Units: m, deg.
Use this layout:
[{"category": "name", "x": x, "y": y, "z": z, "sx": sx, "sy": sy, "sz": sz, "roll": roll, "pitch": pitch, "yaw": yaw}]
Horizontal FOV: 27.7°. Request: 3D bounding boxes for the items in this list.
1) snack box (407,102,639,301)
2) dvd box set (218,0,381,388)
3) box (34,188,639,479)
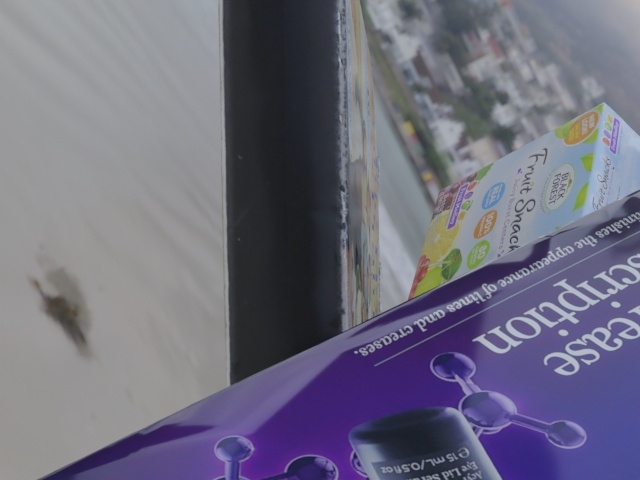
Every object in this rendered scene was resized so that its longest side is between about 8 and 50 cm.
[{"category": "snack box", "x": 0.176, "y": -0.002, "z": 1.124, "sx": 0.070, "sy": 0.207, "sz": 0.174, "roll": 38, "pitch": 48, "yaw": -23}, {"category": "dvd box set", "x": 0.000, "y": 0.000, "z": 0.787, "sx": 0.420, "sy": 0.062, "sz": 0.307, "roll": 44, "pitch": 45, "yaw": -84}, {"category": "box", "x": 0.067, "y": 0.103, "z": 0.359, "sx": 0.184, "sy": 0.261, "sz": 0.103, "roll": 39, "pitch": -41, "yaw": 36}]
